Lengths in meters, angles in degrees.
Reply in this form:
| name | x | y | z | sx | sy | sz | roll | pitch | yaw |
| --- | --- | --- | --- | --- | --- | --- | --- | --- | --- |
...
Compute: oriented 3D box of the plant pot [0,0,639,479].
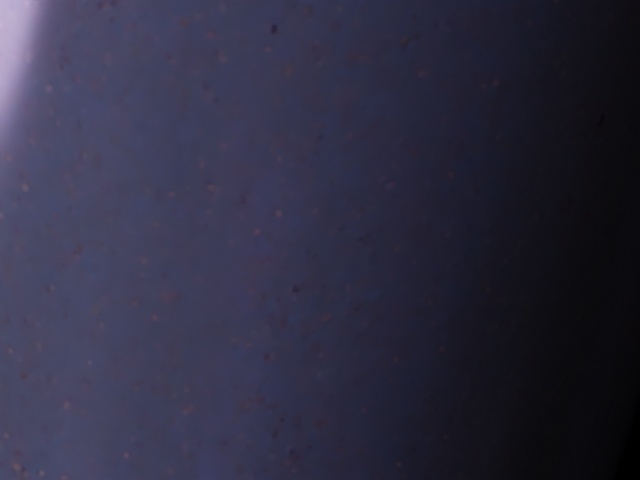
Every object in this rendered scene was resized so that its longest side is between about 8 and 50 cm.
| name | x | y | z | sx | sy | sz | roll | pitch | yaw |
| --- | --- | --- | --- | --- | --- | --- | --- | --- | --- |
| plant pot | -0.019 | -0.080 | 0.450 | 0.341 | 0.341 | 0.334 | -115 | 32 | -70 |
